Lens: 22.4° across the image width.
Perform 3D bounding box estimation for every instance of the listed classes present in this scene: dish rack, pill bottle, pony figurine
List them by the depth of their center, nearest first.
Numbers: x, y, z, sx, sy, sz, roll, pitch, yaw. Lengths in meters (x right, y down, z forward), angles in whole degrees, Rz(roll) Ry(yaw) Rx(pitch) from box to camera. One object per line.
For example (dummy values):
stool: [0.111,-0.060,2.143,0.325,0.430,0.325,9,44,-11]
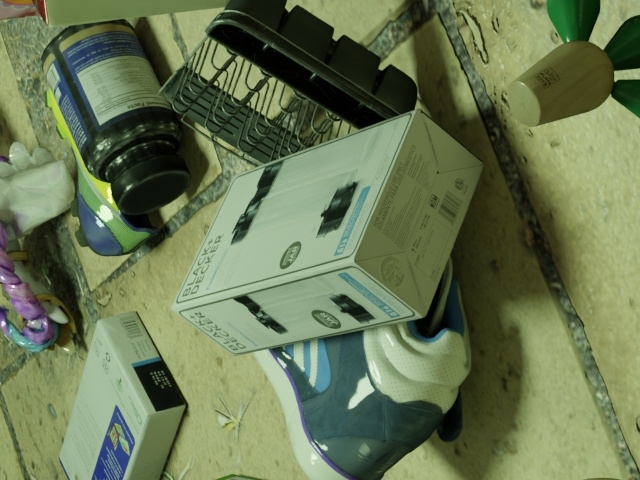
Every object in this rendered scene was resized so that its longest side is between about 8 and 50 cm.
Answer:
dish rack: [-0.043,-0.127,1.531,0.208,0.074,0.271,32,150,-13]
pill bottle: [-0.237,-0.146,1.901,0.219,0.123,0.123,64,148,20]
pony figurine: [-0.480,-0.023,2.264,0.363,0.303,0.351,52,174,30]

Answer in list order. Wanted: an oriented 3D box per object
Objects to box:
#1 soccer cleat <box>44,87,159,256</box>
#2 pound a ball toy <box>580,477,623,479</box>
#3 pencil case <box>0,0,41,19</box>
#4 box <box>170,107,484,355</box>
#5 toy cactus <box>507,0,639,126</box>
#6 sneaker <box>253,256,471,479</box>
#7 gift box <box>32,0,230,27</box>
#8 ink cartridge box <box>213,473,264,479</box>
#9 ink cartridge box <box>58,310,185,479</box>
soccer cleat: [-0.265,-0.124,2.020,0.121,0.093,0.289,-15,84,30]
pound a ball toy: [0.255,0.374,1.327,0.208,0.136,0.319,-101,17,-52]
pencil case: [-0.478,-0.338,2.060,0.124,0.284,0.124,22,116,56]
box: [0.000,0.000,1.467,0.290,0.087,0.169,-15,44,53]
toy cactus: [0.211,-0.129,1.106,0.219,0.181,0.112,56,153,12]
sneaker: [0.048,0.066,1.552,0.236,0.130,0.322,-53,34,26]
gift box: [-0.165,-0.356,1.576,0.276,0.258,0.255,-123,28,-65]
ink cartridge box: [-0.129,0.426,1.899,0.097,0.189,0.255,-3,101,58]
ink cartridge box: [-0.275,0.262,2.196,0.165,0.065,0.332,58,144,28]
